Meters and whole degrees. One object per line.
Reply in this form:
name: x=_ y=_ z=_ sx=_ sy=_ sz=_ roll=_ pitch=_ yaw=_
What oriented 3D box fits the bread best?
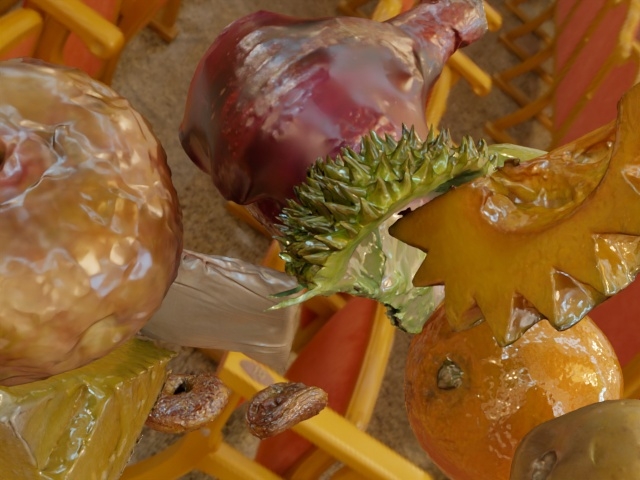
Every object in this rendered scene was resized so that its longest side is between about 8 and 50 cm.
bread: x=-0.279 y=0.319 z=1.604 sx=0.193 sy=0.063 sz=0.193 roll=-3 pitch=23 yaw=1

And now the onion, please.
onion: x=0.040 y=-0.186 z=1.054 sx=0.398 sy=0.420 sz=0.398 roll=38 pitch=11 yaw=-9

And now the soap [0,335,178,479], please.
soap: x=-0.319 y=0.166 z=1.032 sx=0.169 sy=0.304 sz=0.338 roll=12 pitch=44 yaw=9

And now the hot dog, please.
hot dog: x=-0.085 y=0.405 z=1.935 sx=0.227 sy=0.161 sz=0.099 roll=-23 pitch=102 yaw=-53

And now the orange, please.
orange: x=0.264 y=0.211 z=1.128 sx=0.312 sy=0.312 sz=0.312 roll=24 pitch=44 yaw=-25

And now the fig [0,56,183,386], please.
fig: x=-0.272 y=0.032 z=0.715 sx=0.286 sy=0.368 sz=0.286 roll=8 pitch=50 yaw=-9

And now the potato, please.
potato: x=0.305 y=0.259 z=0.852 sx=0.146 sy=0.234 sz=0.150 roll=52 pitch=51 yaw=-2

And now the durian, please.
durian: x=0.079 y=-0.003 z=0.705 sx=0.352 sy=0.158 sz=0.169 roll=29 pitch=61 yaw=-67

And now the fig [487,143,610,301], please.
fig: x=0.357 y=-0.024 z=1.312 sx=0.326 sy=0.258 sz=0.258 roll=42 pitch=38 yaw=13

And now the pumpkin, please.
pumpkin: x=0.189 y=-0.013 z=0.572 sx=0.149 sy=0.254 sz=0.130 roll=-12 pitch=75 yaw=-40

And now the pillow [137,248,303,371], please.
pillow: x=-0.148 y=0.097 z=1.136 sx=0.270 sy=0.173 sz=0.067 roll=12 pitch=28 yaw=18

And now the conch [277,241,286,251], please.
conch: x=-0.001 y=0.001 z=1.527 sx=0.187 sy=0.124 sz=0.181 roll=-39 pitch=105 yaw=-27
